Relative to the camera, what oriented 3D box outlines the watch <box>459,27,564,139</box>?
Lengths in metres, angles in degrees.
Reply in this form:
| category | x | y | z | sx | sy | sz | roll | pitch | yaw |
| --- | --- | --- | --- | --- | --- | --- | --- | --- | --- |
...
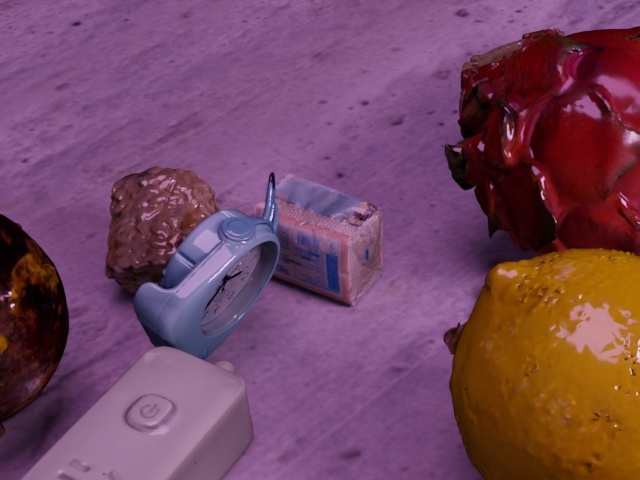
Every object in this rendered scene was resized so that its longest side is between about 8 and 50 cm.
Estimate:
| category | x | y | z | sx | sy | sz | roll | pitch | yaw |
| --- | --- | --- | --- | --- | --- | --- | --- | --- | --- |
| watch | 0.239 | -0.147 | 1.180 | 0.165 | 0.102 | 0.268 | 19 | 36 | 32 |

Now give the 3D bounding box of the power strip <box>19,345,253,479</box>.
| category | x | y | z | sx | sy | sz | roll | pitch | yaw |
| --- | --- | --- | --- | --- | --- | --- | --- | --- | --- |
| power strip | -0.166 | 0.195 | 0.805 | 0.091 | 0.062 | 0.385 | 19 | 45 | 25 |

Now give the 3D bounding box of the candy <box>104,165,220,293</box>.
| category | x | y | z | sx | sy | sz | roll | pitch | yaw |
| --- | --- | --- | --- | --- | --- | --- | --- | --- | --- |
| candy | -0.126 | -0.005 | 1.056 | 0.095 | 0.085 | 0.110 | -6 | 47 | 15 |

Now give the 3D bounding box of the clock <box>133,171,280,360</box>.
| category | x | y | z | sx | sy | sz | roll | pitch | yaw |
| --- | --- | --- | --- | --- | --- | --- | --- | --- | --- |
| clock | -0.071 | 0.020 | 0.955 | 0.045 | 0.108 | 0.147 | 36 | 72 | 17 |

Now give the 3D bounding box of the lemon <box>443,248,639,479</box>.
| category | x | y | z | sx | sy | sz | roll | pitch | yaw |
| --- | --- | --- | --- | --- | --- | --- | --- | --- | --- |
| lemon | 0.175 | 0.095 | 0.796 | 0.206 | 0.173 | 0.173 | 28 | 44 | 5 |

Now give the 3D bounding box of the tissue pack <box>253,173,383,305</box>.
| category | x | y | z | sx | sy | sz | roll | pitch | yaw |
| --- | --- | --- | --- | --- | --- | --- | --- | --- | --- |
| tissue pack | 0.000 | 0.000 | 1.026 | 0.094 | 0.074 | 0.059 | 20 | 42 | 27 |

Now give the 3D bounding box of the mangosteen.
| category | x | y | z | sx | sy | sz | roll | pitch | yaw |
| --- | --- | --- | --- | --- | --- | --- | --- | --- | --- |
| mangosteen | -0.282 | 0.074 | 0.901 | 0.192 | 0.192 | 0.217 | 13 | 65 | 25 |

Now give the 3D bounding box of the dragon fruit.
| category | x | y | z | sx | sy | sz | roll | pitch | yaw |
| --- | --- | --- | --- | --- | --- | --- | --- | --- | --- |
| dragon fruit | 0.229 | -0.062 | 0.980 | 0.274 | 0.193 | 0.192 | 7 | 32 | 1 |
